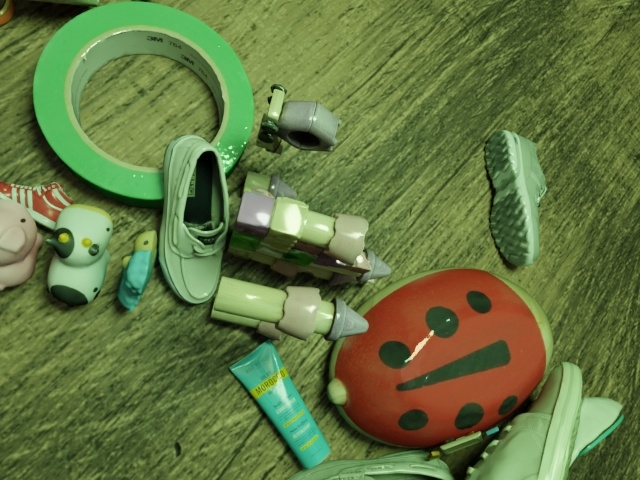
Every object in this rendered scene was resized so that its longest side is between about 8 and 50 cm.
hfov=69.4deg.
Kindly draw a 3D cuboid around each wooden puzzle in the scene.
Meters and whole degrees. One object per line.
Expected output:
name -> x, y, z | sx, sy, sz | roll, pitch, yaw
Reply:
wooden puzzle -> 0.226, 0.325, 0.743 | 0.116, 0.078, 0.014 | -20, 56, 0

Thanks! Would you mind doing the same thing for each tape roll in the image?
tape roll -> -0.271, -0.215, 0.745 | 0.321, 0.077, 0.321 | 3, 81, -17

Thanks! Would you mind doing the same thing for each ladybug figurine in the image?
ladybug figurine -> 0.227, 0.202, 0.803 | 0.449, 0.162, 0.305 | -17, 88, -19

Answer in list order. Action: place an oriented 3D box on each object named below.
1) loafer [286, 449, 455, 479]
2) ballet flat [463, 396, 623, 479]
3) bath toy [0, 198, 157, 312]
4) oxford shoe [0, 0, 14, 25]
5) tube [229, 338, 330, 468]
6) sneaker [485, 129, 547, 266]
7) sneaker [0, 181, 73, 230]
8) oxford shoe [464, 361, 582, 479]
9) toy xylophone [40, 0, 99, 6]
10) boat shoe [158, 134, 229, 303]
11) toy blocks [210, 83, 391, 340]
loafer -> 0.067, 0.413, 0.744 | 0.320, 0.111, 0.112 | -9, 84, -16
ballet flat -> 0.418, 0.373, 0.858 | 0.400, 0.139, 0.139 | -24, 90, -30
bath toy -> -0.411, 0.013, 0.625 | 0.348, 0.129, 0.151 | 10, 98, -15
oxford shoe -> -0.600, -0.377, 0.647 | 0.271, 0.098, 0.096 | -3, 83, -19
tube -> -0.061, 0.272, 0.764 | 0.080, 0.052, 0.207 | -33, 87, -26
sneaker -> 0.419, -0.088, 0.937 | 0.115, 0.105, 0.281 | 1, 81, -18
sneaker -> -0.432, -0.073, 0.689 | 0.118, 0.042, 0.067 | 36, 77, -18
oxford shoe -> 0.298, 0.348, 0.694 | 0.449, 0.130, 0.169 | -46, 132, -36
toy xylophone -> -0.384, -0.493, 0.725 | 0.236, 0.081, 0.322 | -11, 75, -21
boat shoe -> -0.178, -0.018, 0.688 | 0.096, 0.088, 0.267 | -6, 113, -38
toy blocks -> 0.000, 0.000, 0.695 | 0.260, 0.288, 0.308 | 14, 76, -10
